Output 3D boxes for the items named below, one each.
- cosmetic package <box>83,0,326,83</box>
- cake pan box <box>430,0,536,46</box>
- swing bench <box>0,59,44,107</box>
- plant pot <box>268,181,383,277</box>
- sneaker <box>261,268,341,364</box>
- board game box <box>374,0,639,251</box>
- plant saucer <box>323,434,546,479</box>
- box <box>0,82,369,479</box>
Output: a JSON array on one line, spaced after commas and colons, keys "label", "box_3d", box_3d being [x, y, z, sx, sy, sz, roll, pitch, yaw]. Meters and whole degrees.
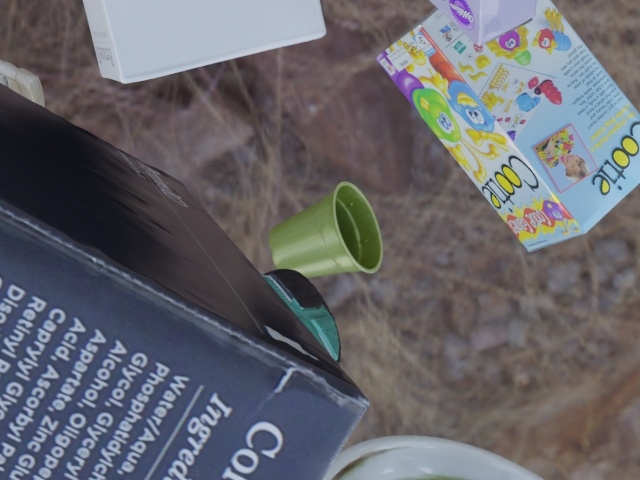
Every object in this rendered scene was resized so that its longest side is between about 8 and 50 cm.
[{"label": "cosmetic package", "box_3d": [-0.099, -0.218, 1.190, 0.151, 0.151, 0.184, -14, 100, -10]}, {"label": "cake pan box", "box_3d": [0.083, -0.317, 1.319, 0.070, 0.267, 0.246, -31, 149, -18]}, {"label": "swing bench", "box_3d": [-0.436, -0.091, 1.593, 0.253, 0.255, 0.165, 29, 149, 15]}, {"label": "plant pot", "box_3d": [0.000, 0.000, 1.456, 0.079, 0.083, 0.083, -19, 129, 25]}, {"label": "sneaker", "box_3d": [-0.062, 0.090, 0.965, 0.098, 0.224, 0.083, -26, 103, 26]}, {"label": "board game box", "box_3d": [0.213, -0.144, 1.779, 0.144, 0.142, 0.275, -40, 95, -20]}, {"label": "plant saucer", "box_3d": [0.152, 0.380, 1.795, 0.400, 0.400, 0.100, 11, 124, -18]}, {"label": "box", "box_3d": [-0.194, 0.009, 0.556, 0.312, 0.343, 0.179, 29, 94, -17]}]
